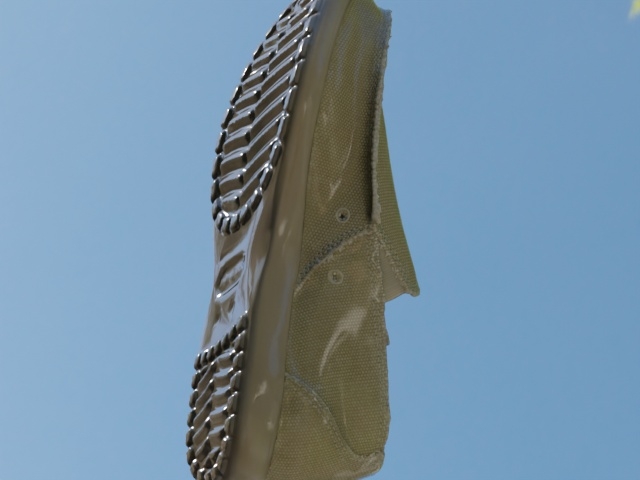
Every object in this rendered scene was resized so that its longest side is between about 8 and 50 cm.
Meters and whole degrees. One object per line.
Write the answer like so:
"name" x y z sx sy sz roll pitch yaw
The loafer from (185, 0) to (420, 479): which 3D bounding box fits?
"loafer" 0.000 0.000 0.940 0.092 0.268 0.102 17 -18 -22
